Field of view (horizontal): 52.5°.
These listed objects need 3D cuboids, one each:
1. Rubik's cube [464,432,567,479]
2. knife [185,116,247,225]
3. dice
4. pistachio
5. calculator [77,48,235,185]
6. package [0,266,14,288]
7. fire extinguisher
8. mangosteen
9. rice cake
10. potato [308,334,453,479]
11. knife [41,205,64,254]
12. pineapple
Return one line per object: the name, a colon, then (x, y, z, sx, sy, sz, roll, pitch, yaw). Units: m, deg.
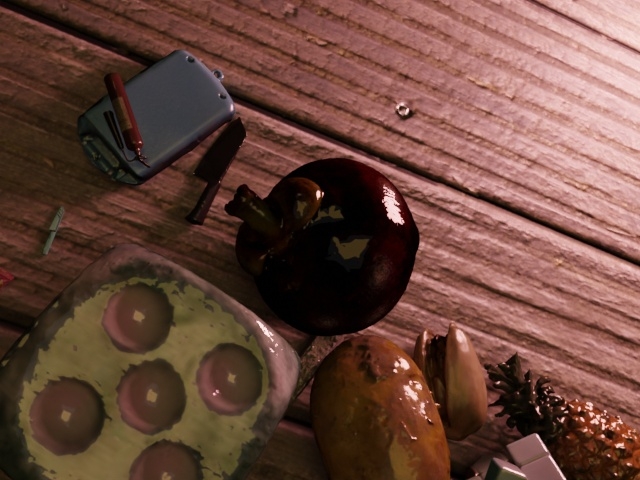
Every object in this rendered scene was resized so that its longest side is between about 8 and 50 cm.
Rubik's cube: (0.316, 0.455, 1.066, 0.225, 0.265, 0.212, -24, 85, 8)
knife: (-0.195, -0.134, 1.189, 0.060, 0.028, 0.230, 23, 71, 5)
dice: (-0.253, 0.219, 0.933, 0.348, 0.328, 0.330, 33, 72, -5)
pistachio: (0.231, 0.252, 1.159, 0.130, 0.131, 0.206, -13, 73, 26)
calculator: (-0.291, -0.226, 1.167, 0.293, 0.051, 0.173, -41, 88, -18)
package: (-0.549, 0.072, 1.050, 0.059, 0.029, 0.083, 42, 82, -10)
fire extinguisher: (-0.339, -0.202, 1.106, 0.049, 0.035, 0.173, -18, 79, -20)
mangosteen: (0.015, 0.003, 1.064, 0.297, 0.293, 0.297, -5, 61, 9)
rice cake: (-0.023, 0.218, 1.136, 0.049, 0.055, 0.270, 35, 72, 13)
potato: (0.088, 0.290, 1.070, 0.229, 0.229, 0.265, -16, 80, -17)
knife: (-0.455, -0.018, 1.104, 0.014, 0.005, 0.091, 20, 73, -11)
pineapple: (0.419, 0.329, 1.173, 0.341, 0.169, 0.169, 34, 72, 0)
